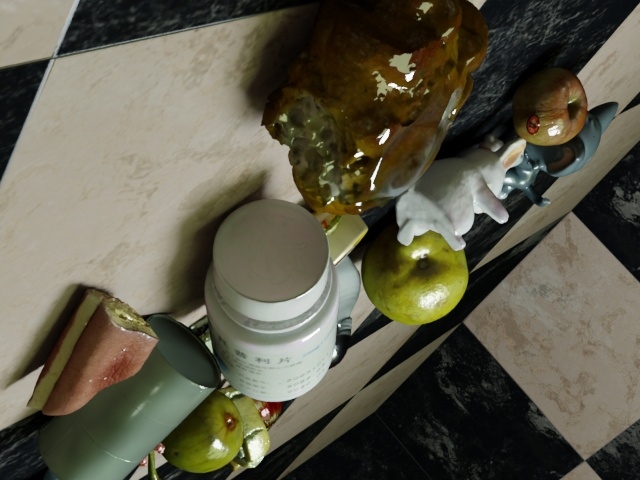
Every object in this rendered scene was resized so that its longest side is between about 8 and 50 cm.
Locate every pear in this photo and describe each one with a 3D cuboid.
[{"bbox_3d":[0.162,0.051,1.816,0.200,0.200,0.200,-38,166,-11],"label":"pear"}]

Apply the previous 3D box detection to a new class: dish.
[{"bbox_3d":[-0.016,0.162,1.784,0.273,0.134,0.273,-37,164,-12],"label":"dish"}]

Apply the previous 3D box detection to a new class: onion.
[{"bbox_3d":[-0.128,0.311,2.008,0.118,0.119,0.117,-39,-161,-10],"label":"onion"}]

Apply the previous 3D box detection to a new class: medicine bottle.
[{"bbox_3d":[-0.059,0.079,1.316,0.170,0.170,0.293,-36,158,-20],"label":"medicine bottle"}]

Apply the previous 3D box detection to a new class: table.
[{"bbox_3d":[-0.245,0.213,1.340,0.220,0.126,0.126,-44,166,14],"label":"table"}]

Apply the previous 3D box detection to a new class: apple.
[{"bbox_3d":[0.366,-0.214,1.677,0.126,0.126,0.102,-30,-156,-37],"label":"apple"}]

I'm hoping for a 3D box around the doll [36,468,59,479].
[{"bbox_3d":[-0.408,0.370,1.543,0.120,0.075,0.179,-5,167,37],"label":"doll"}]

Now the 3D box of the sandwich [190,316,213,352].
[{"bbox_3d":[-0.183,0.151,1.502,0.093,0.036,0.105,-48,163,30],"label":"sandwich"}]

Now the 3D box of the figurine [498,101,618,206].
[{"bbox_3d":[0.384,-0.140,1.838,0.193,0.140,0.265,-39,163,-48],"label":"figurine"}]

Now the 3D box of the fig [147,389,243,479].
[{"bbox_3d":[-0.219,0.327,1.783,0.186,0.148,0.142,-4,-149,39],"label":"fig"}]

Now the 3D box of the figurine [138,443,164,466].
[{"bbox_3d":[-0.290,0.290,1.574,0.068,0.075,0.140,-38,155,-4],"label":"figurine"}]

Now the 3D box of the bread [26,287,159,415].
[{"bbox_3d":[-0.247,0.118,1.168,0.119,0.067,0.192,-10,146,-50],"label":"bread"}]

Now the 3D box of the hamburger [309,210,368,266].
[{"bbox_3d":[0.000,0.000,1.440,0.126,0.081,0.141,-47,177,32],"label":"hamburger"}]

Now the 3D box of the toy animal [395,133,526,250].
[{"bbox_3d":[0.244,-0.082,1.703,0.282,0.138,0.140,-24,-166,-39],"label":"toy animal"}]

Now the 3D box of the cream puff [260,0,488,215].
[{"bbox_3d":[0.052,-0.136,1.008,0.269,0.155,0.241,-51,164,29],"label":"cream puff"}]

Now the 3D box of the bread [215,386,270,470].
[{"bbox_3d":[-0.156,0.341,1.904,0.064,0.156,0.117,-16,154,-42],"label":"bread"}]
